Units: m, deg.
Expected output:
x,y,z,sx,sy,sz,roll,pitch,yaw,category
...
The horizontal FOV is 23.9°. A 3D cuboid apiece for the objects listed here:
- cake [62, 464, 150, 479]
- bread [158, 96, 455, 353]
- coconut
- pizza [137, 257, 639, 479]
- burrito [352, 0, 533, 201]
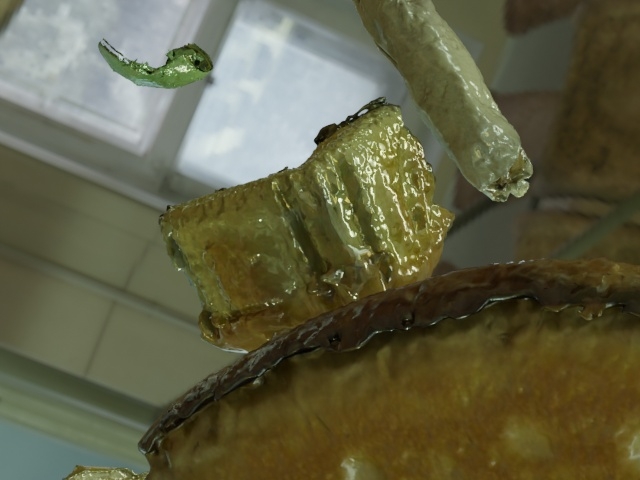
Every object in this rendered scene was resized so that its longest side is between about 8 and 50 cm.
x,y,z,sx,sy,sz,roll,pitch,yaw,category
-0.220,0.264,1.560,0.116,0.185,0.080,-4,-93,52,cake
0.007,-0.002,1.263,0.251,0.174,0.133,-24,-168,-12,bread
-0.198,-0.216,1.867,0.133,0.158,0.055,27,-67,50,coconut
0.127,0.154,0.906,0.392,0.435,0.080,-54,169,27,pizza
0.128,-0.207,1.744,0.076,0.117,0.392,-44,-119,29,burrito
